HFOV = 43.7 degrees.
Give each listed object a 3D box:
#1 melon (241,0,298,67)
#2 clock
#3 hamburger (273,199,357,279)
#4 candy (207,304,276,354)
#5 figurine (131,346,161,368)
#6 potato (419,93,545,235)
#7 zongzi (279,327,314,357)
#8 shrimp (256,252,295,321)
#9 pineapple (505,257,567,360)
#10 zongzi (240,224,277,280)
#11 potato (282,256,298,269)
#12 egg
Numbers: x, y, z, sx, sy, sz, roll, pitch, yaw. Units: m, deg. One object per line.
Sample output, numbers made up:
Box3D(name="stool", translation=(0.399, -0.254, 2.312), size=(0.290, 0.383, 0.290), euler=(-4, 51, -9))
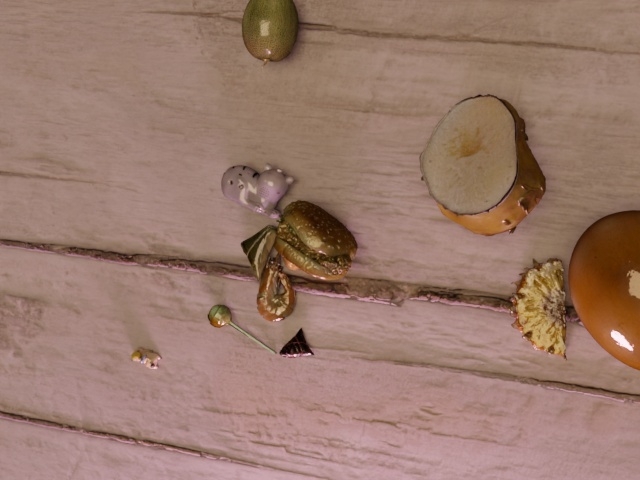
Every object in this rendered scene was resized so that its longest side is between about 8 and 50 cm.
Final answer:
Box3D(name="melon", translation=(-0.121, -0.507, 1.908), size=(0.139, 0.139, 0.192), euler=(8, 91, 16))
Box3D(name="clock", translation=(-0.159, -0.141, 1.969), size=(0.176, 0.080, 0.117), euler=(25, 100, 13))
Box3D(name="hamburger", translation=(0.000, 0.000, 1.870), size=(0.215, 0.189, 0.122), euler=(39, 110, 23))
Box3D(name="candy", translation=(-0.197, 0.232, 2.022), size=(0.202, 0.061, 0.061), euler=(34, 102, 4))
Box3D(name="figurine", translation=(-0.464, 0.310, 2.099), size=(0.083, 0.050, 0.047), euler=(19, 93, 15))
Box3D(name="potato", translation=(0.368, -0.150, 1.768), size=(0.246, 0.196, 0.299), euler=(-15, 60, 30))
Box3D(name="zongzi", translation=(-0.051, 0.270, 1.973), size=(0.073, 0.067, 0.083), euler=(43, 86, 17))
Box3D(name="shrimp", translation=(-0.108, 0.115, 1.987), size=(0.099, 0.041, 0.180), euler=(7, 94, 15))
Box3D(name="pineapple", translation=(0.483, 0.156, 1.798), size=(0.135, 0.079, 0.233), euler=(-5, 86, 8))
Box3D(name="zongzi", translation=(-0.135, 0.028, 1.973), size=(0.104, 0.052, 0.113), euler=(-35, 62, 20))
Box3D(name="potato", translation=(-0.071, 0.030, 1.960), size=(0.083, 0.062, 0.068), euler=(48, 139, 7))
Box3D(name="egg", translation=(0.665, 0.105, 1.631), size=(0.283, 0.282, 0.351), euler=(-30, 88, 16))
